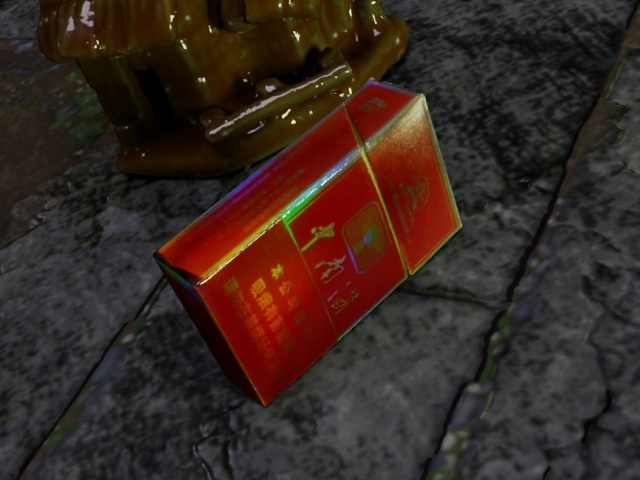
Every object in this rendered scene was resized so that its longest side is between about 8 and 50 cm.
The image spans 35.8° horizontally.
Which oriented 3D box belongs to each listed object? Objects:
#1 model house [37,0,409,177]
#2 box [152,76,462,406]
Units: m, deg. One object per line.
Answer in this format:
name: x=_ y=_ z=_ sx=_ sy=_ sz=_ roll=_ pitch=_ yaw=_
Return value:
model house: x=-0.080 y=-0.188 z=0.737 sx=0.200 sy=0.229 sz=0.219 roll=0 pitch=46 yaw=33
box: x=0.001 y=0.000 z=0.581 sx=0.175 sy=0.112 sz=0.048 roll=-42 pitch=44 yaw=-18
